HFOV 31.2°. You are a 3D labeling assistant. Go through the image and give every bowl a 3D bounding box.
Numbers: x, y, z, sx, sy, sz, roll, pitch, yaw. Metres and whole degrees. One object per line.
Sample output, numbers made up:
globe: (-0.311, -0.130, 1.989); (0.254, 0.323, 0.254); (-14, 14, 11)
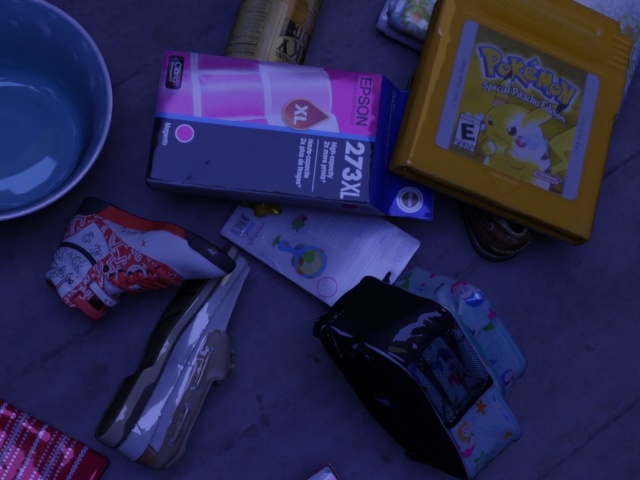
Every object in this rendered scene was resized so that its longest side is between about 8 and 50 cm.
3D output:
bowl: (-0.420, -0.149, 1.495); (0.312, 0.163, 0.311); (1, 73, -5)

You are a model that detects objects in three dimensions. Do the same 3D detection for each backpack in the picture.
backpack: (0.137, 0.164, 1.412); (0.191, 0.225, 0.253); (-36, 111, -17)

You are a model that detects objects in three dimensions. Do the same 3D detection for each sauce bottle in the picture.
sauce bottle: (-0.083, -0.235, 1.579); (0.111, 0.111, 0.344); (16, 75, 0)

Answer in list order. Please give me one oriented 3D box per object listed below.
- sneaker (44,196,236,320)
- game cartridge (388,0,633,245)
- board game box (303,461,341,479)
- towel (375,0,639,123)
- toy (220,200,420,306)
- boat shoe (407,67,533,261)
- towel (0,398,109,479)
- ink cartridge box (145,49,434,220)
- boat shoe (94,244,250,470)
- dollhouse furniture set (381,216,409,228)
sneaker: (-0.235, 0.045, 1.449); (0.270, 0.090, 0.145); (18, 73, 35)
game cartridge: (0.260, -0.189, 1.506); (0.285, 0.053, 0.323); (21, 74, -15)
board game box: (-0.052, 0.462, 1.401); (0.317, 0.064, 0.242); (-33, 79, -13)
towel: (0.303, -0.369, 1.665); (0.375, 0.090, 0.320); (24, 76, 2)
toy: (0.000, 0.000, 1.542); (0.237, 0.056, 0.137); (33, 84, 11)
boat shoe: (0.216, -0.126, 1.573); (0.111, 0.104, 0.307); (-23, 77, -11)
towel: (-0.427, 0.298, 1.434); (0.275, 0.031, 0.198); (27, 73, 3)
ink cartridge box: (-0.029, -0.134, 1.474); (0.371, 0.069, 0.175); (7, 79, -3)
boat shoe: (-0.167, 0.149, 1.469); (0.103, 0.113, 0.302); (36, 71, -16)
dollhouse furniture set: (0.068, -0.111, 1.596); (0.144, 0.123, 0.151); (-49, 117, -12)
